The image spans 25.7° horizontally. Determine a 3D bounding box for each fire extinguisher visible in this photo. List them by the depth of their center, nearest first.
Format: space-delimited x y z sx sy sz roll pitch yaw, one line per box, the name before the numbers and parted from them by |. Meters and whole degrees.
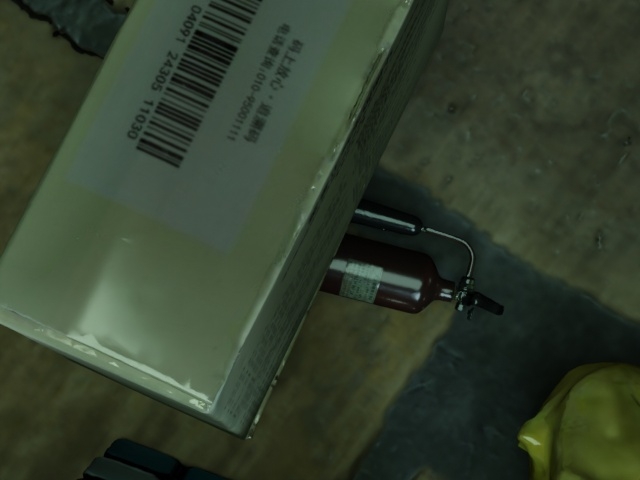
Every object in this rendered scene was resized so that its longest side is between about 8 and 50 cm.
fire extinguisher | 0.000 0.000 0.645 0.173 0.035 0.049 15 57 1

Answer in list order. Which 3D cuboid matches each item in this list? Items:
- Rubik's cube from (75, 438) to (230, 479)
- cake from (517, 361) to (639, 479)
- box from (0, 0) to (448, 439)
Rubik's cube | -0.061 0.193 0.597 0.151 0.155 0.154 21 94 0
cake | 0.192 0.195 0.556 0.228 0.222 0.285 0 94 0
box | -0.029 -0.038 0.546 0.095 0.168 0.212 25 80 4
